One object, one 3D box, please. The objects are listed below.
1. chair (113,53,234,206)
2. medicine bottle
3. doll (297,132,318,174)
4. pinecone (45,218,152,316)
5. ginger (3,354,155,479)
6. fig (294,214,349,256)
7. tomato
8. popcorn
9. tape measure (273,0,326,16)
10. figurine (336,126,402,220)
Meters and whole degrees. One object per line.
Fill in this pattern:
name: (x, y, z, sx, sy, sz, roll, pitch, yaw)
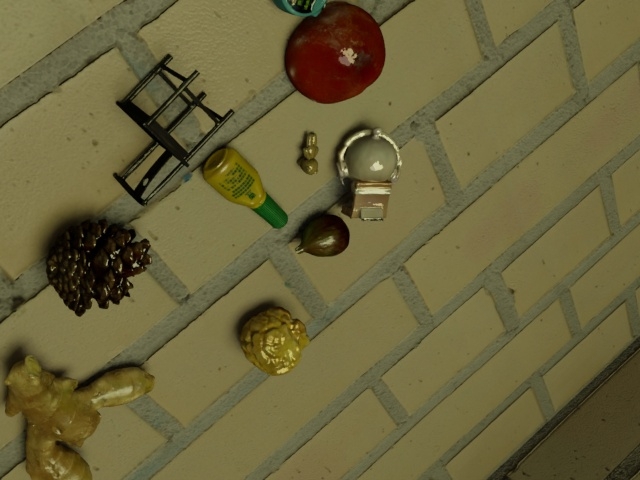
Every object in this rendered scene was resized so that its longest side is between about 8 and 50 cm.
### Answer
chair: (-0.321, -0.215, 1.503, 0.260, 0.154, 0.141, -48, 133, -5)
medicine bottle: (-0.160, -0.108, 1.738, 0.095, 0.064, 0.260, -46, 133, 0)
doll: (-0.020, -0.202, 1.792, 0.061, 0.051, 0.093, -20, 136, -61)
pinecone: (-0.449, 0.052, 1.562, 0.184, 0.179, 0.204, -46, 155, 27)
ginger: (-0.600, 0.407, 1.724, 0.348, 0.122, 0.363, 30, 103, -41)
fig: (0.000, 0.000, 1.896, 0.154, 0.103, 0.109, -33, 110, -25)
tomato: (0.049, -0.400, 1.658, 0.233, 0.139, 0.200, -37, 126, -11)
popcorn: (-0.117, 0.257, 1.935, 0.170, 0.180, 0.180, -52, 160, -66)
tape measure: (-0.038, -0.522, 1.559, 0.146, 0.081, 0.125, 6, 109, -37)
figurine: (0.117, -0.165, 1.866, 0.162, 0.141, 0.237, -2, 110, -10)
